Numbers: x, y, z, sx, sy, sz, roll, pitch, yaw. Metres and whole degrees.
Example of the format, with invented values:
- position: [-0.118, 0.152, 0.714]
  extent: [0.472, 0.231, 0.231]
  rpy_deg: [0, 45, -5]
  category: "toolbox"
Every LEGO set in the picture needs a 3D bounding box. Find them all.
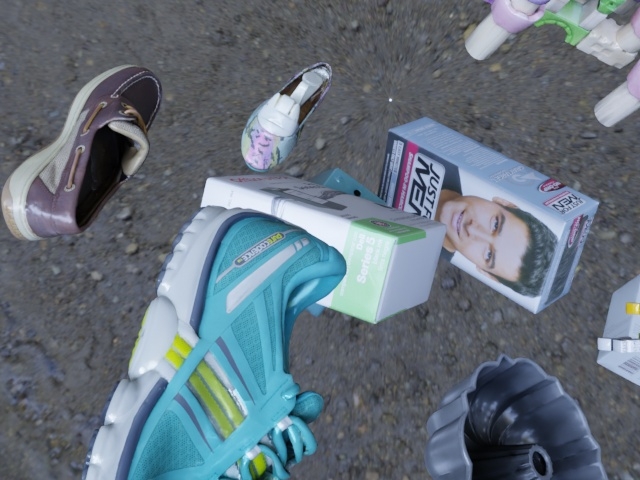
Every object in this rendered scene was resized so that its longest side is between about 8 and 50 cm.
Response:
- position: [0.567, 0.134, 1.354]
  extent: [0.227, 0.093, 0.087]
  rpy_deg: [-1, 90, -14]
  category: "LEGO set"

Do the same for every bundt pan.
- position: [0.277, 0.343, 1.252]
  extent: [0.124, 0.331, 0.331]
  rpy_deg: [-34, 96, 41]
  category: "bundt pan"

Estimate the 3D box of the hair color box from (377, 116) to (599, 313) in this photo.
- position: [0.276, -0.054, 1.497]
  extent: [0.374, 0.113, 0.185]
  rpy_deg: [33, 130, 33]
  category: "hair color box"

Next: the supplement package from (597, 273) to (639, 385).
- position: [0.630, 0.173, 1.668]
  extent: [0.105, 0.105, 0.179]
  rpy_deg: [28, 56, -2]
  category: "supplement package"

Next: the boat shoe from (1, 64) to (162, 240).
- position: [-0.277, -0.123, 1.129]
  extent: [0.123, 0.342, 0.123]
  rpy_deg: [3, 128, 21]
  category: "boat shoe"

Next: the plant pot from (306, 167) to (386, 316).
- position: [0.005, -0.010, 1.453]
  extent: [0.165, 0.234, 0.166]
  rpy_deg: [36, 62, -2]
  category: "plant pot"

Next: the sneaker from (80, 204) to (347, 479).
- position: [-0.056, 0.101, 0.456]
  extent: [0.110, 0.107, 0.275]
  rpy_deg: [14, 62, 3]
  category: "sneaker"

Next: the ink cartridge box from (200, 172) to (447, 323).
- position: [0.000, 0.000, 1.118]
  extent: [0.272, 0.198, 0.115]
  rpy_deg: [19, 103, 23]
  category: "ink cartridge box"

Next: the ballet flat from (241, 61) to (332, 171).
- position: [-0.043, -0.189, 1.205]
  extent: [0.077, 0.221, 0.079]
  rpy_deg: [35, 139, -2]
  category: "ballet flat"

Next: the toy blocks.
- position: [0.391, -0.375, 1.150]
  extent: [0.288, 0.260, 0.309]
  rpy_deg: [24, 63, -11]
  category: "toy blocks"
